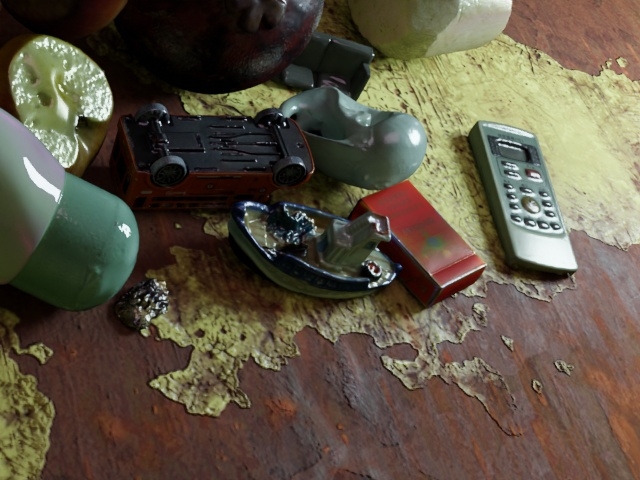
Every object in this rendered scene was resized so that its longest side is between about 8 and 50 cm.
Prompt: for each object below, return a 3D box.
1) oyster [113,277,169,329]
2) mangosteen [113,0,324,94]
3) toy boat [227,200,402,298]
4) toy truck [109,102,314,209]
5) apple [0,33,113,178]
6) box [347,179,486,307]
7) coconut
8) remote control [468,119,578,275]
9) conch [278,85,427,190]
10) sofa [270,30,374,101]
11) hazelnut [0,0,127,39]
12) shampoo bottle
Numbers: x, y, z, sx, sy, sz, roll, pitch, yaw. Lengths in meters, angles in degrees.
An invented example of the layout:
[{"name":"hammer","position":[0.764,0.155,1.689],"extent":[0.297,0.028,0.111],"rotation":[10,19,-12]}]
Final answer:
[{"name":"oyster","position":[-0.210,0.072,1.490],"extent":[0.054,0.019,0.083],"rotation":[38,43,8]},{"name":"mangosteen","position":[-0.156,-0.363,1.744],"extent":[0.306,0.306,0.359],"rotation":[5,15,-26]},{"name":"toy boat","position":[0.000,0.000,1.607],"extent":[0.262,0.115,0.114],"rotation":[11,46,-21]},{"name":"toy truck","position":[-0.141,-0.102,1.623],"extent":[0.252,0.114,0.107],"rotation":[-1,51,-29]},{"name":"apple","position":[-0.344,-0.151,1.515],"extent":[0.173,0.160,0.195],"rotation":[37,52,-15]},{"name":"box","position":[0.134,0.003,1.731],"extent":[0.112,0.048,0.175],"rotation":[-22,63,-43]},{"name":"coconut","position":[0.187,-0.412,2.014],"extent":[0.244,0.239,0.239],"rotation":[-14,59,-34]},{"name":"remote control","position":[0.311,-0.066,1.904],"extent":[0.123,0.038,0.285],"rotation":[11,47,-22]},{"name":"conch","position":[0.040,-0.142,1.745],"extent":[0.221,0.121,0.185],"rotation":[25,12,33]},{"name":"sofa","position":[0.001,-0.264,1.876],"extent":[0.147,0.085,0.060],"rotation":[15,42,-19]},{"name":"hazelnut","position":[-0.318,-0.377,1.520],"extent":[0.217,0.217,0.251],"rotation":[-28,93,-43]},{"name":"shampoo bottle","position":[-0.365,-0.040,1.376],"extent":[0.349,0.222,0.151],"rotation":[28,29,-22]}]
